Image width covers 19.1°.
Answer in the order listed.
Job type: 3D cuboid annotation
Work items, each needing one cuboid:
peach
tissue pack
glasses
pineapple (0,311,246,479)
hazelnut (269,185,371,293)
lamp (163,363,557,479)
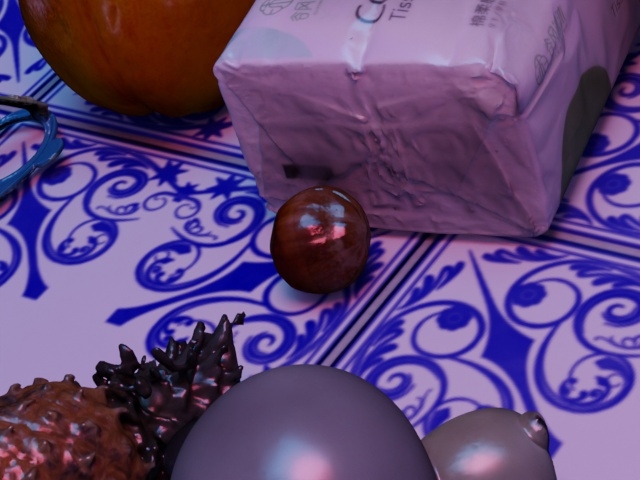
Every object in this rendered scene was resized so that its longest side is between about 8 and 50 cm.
[{"bbox_3d":[-0.159,-0.249,1.709,0.238,0.281,0.281,-7,39,12],"label":"peach"},{"bbox_3d":[0.110,-0.185,1.577,0.266,0.194,0.356,5,43,25],"label":"tissue pack"},{"bbox_3d":[-0.365,-0.099,1.713,0.239,0.207,0.102,-40,6,-28],"label":"glasses"},{"bbox_3d":[-0.153,0.147,1.336,0.278,0.158,0.158,-29,38,-30],"label":"pineapple"},{"bbox_3d":[0.000,0.000,1.485,0.086,0.086,0.086,-11,38,9],"label":"hazelnut"},{"bbox_3d":[0.025,0.169,1.205,0.243,0.198,0.198,-3,34,-17],"label":"lamp"}]
